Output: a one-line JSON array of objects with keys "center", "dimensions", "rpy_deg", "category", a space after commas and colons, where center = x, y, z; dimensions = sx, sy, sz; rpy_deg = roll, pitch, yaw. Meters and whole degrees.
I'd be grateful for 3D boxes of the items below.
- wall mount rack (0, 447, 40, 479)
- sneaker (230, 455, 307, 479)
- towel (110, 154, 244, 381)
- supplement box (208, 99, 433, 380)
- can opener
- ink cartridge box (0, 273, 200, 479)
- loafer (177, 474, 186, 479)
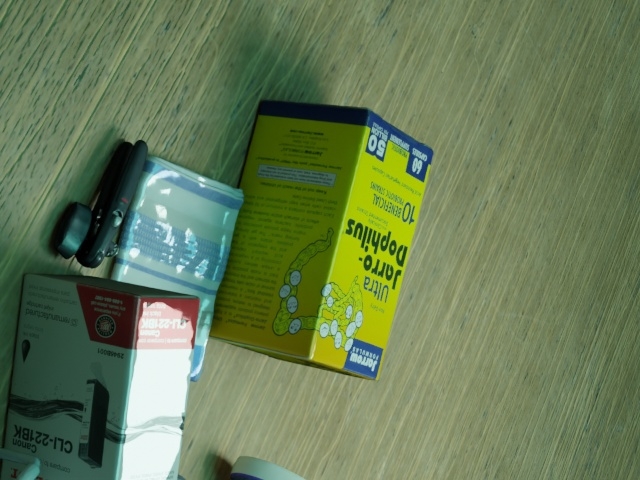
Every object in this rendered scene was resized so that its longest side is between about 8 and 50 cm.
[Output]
[{"center": [-0.454, 0.249, 1.440], "dimensions": [0.304, 0.130, 0.350], "rpy_deg": [-46, 131, -39], "category": "wall mount rack"}, {"center": [-0.046, 0.489, 1.964], "dimensions": [0.323, 0.130, 0.236], "rpy_deg": [41, 63, -14], "category": "sneaker"}, {"center": [-0.199, 0.042, 1.841], "dimensions": [0.209, 0.034, 0.285], "rpy_deg": [24, 78, -53], "category": "towel"}, {"center": [0.000, 0.000, 1.973], "dimensions": [0.194, 0.195, 0.356], "rpy_deg": [24, 78, -54], "category": "supplement box"}, {"center": [-0.261, -0.048, 1.710], "dimensions": [0.073, 0.059, 0.186], "rpy_deg": [52, 56, -45], "category": "can opener"}, {"center": [-0.265, 0.187, 1.635], "dimensions": [0.114, 0.197, 0.273], "rpy_deg": [4, 94, -54], "category": "ink cartridge box"}, {"center": [-0.298, 0.382, 1.721], "dimensions": [0.302, 0.095, 0.109], "rpy_deg": [-22, 94, -35], "category": "loafer"}]
